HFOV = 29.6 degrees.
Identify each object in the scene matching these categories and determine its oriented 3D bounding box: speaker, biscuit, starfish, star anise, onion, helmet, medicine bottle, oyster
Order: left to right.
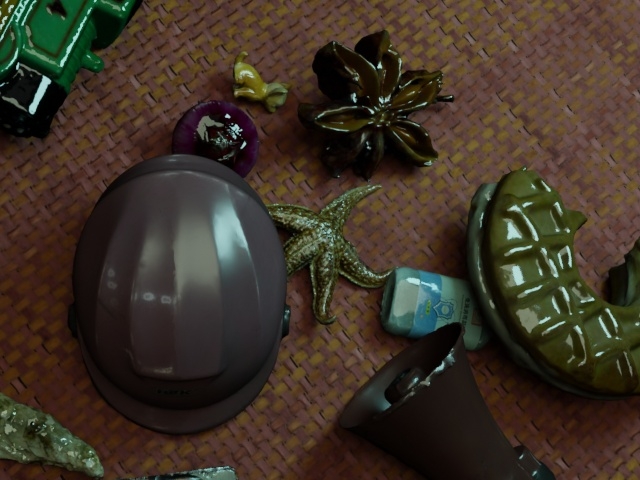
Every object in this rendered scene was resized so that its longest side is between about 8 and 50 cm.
[{"bbox_3d":[-0.351,0.220,1.420,0.199,0.061,0.106,6,71,-12],"label":"oyster"},{"bbox_3d":[-0.165,0.055,1.426,0.271,0.197,0.338,4,78,-5],"label":"helmet"},{"bbox_3d":[-0.133,-0.124,1.556,0.115,0.104,0.115,0,91,-13],"label":"onion"},{"bbox_3d":[0.002,-0.001,1.576,0.213,0.057,0.238,38,69,-8],"label":"starfish"},{"bbox_3d":[0.061,-0.170,1.611,0.220,0.125,0.190,37,66,-31],"label":"star anise"},{"bbox_3d":[0.161,0.305,1.461,0.259,0.198,0.329,-36,93,-33],"label":"speaker"},{"bbox_3d":[0.184,0.096,1.587,0.208,0.053,0.090,12,82,-14],"label":"medicine bottle"},{"bbox_3d":[0.354,0.075,1.575,0.366,0.115,0.268,20,63,-16],"label":"biscuit"}]

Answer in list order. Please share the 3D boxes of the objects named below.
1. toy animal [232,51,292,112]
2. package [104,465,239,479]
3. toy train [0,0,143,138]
[{"bbox_3d":[-0.077,-0.212,1.618,0.083,0.060,0.081,4,107,-8],"label":"toy animal"},{"bbox_3d":[-0.206,0.355,1.430,0.239,0.030,0.154,-3,76,-15],"label":"package"},{"bbox_3d":[-0.369,-0.291,1.520,0.249,0.178,0.429,27,69,-16],"label":"toy train"}]
